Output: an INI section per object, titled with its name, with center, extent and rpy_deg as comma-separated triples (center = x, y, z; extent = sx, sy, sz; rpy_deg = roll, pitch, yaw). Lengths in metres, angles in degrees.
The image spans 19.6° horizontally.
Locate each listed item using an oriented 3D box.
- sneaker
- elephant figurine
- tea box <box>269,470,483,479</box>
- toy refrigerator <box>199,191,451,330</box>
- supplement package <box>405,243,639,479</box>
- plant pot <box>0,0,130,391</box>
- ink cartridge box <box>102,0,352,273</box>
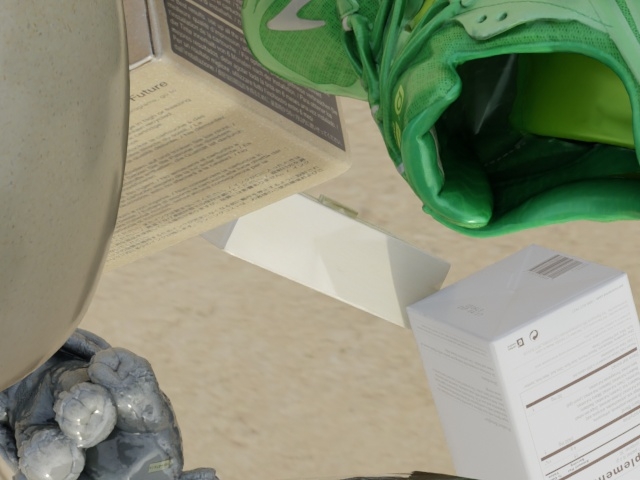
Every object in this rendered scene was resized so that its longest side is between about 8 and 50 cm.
[sneaker]
center = 0.057, -0.074, 0.722
extent = 0.123, 0.296, 0.109
rpy_deg = -36, 124, -29
[elephant figurine]
center = -0.230, 0.125, 1.529
extent = 0.169, 0.239, 0.186
rpy_deg = -29, 128, -28
[tea box]
center = 0.011, 0.198, 0.521
extent = 0.329, 0.324, 0.219
rpy_deg = 3, 90, -41
[toy refrigerator]
center = 0.000, 0.000, 1.947
extent = 0.270, 0.102, 0.094
rpy_deg = 23, 94, -34
[supplement package]
center = 0.240, 0.180, 1.947
extent = 0.175, 0.177, 0.292
rpy_deg = -25, 111, -22
[plant pot]
center = -0.187, -0.097, 0.674
extent = 0.284, 0.284, 0.191
rpy_deg = 16, 126, -16
[ink cartridge box]
center = -0.132, -0.063, 1.044
extent = 0.193, 0.235, 0.088
rpy_deg = 28, 47, -54
